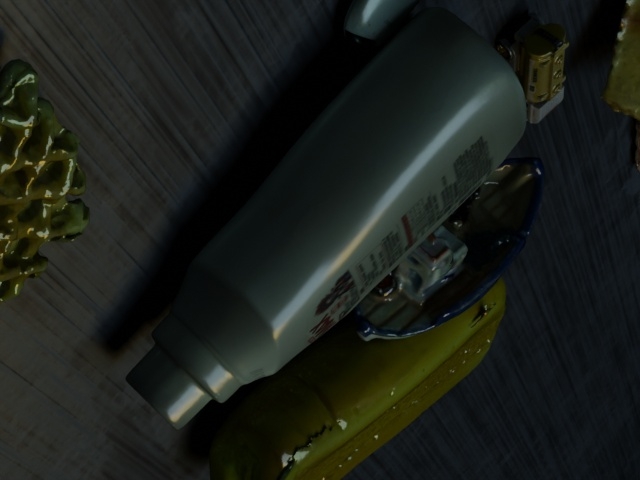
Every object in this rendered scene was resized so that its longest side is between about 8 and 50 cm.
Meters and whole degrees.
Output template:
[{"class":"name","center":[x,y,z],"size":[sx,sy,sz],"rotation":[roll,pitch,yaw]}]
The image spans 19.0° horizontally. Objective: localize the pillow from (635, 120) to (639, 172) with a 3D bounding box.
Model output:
[{"class":"pillow","center":[0.418,-0.169,2.212],"size":[0.135,0.049,0.248],"rotation":[-49,160,-14]}]

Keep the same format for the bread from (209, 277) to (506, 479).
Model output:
[{"class":"bread","center":[0.036,0.140,1.908],"size":[0.383,0.112,0.166],"rotation":[-35,156,-33]}]

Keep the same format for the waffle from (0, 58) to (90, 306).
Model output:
[{"class":"waffle","center":[-0.250,-0.008,1.256],"size":[0.223,0.054,0.204],"rotation":[-45,156,-16]}]

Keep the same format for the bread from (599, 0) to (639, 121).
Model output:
[{"class":"bread","center":[0.441,-0.263,2.056],"size":[0.362,0.244,0.233],"rotation":[-70,173,-69]}]

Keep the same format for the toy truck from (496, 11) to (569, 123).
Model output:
[{"class":"toy truck","center":[0.204,-0.162,1.820],"size":[0.052,0.063,0.123],"rotation":[-42,155,-19]}]

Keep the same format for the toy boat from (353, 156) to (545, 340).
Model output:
[{"class":"toy boat","center":[0.127,0.002,1.851],"size":[0.262,0.114,0.115],"rotation":[-40,167,-33]}]

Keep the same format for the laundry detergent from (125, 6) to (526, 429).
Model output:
[{"class":"laundry detergent","center":[0.000,0.000,1.620],"size":[0.398,0.124,0.264],"rotation":[-46,169,-6]}]

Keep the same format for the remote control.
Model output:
[{"class":"remote control","center":[0.109,-0.255,1.538],"size":[0.256,0.045,0.097],"rotation":[-50,157,7]}]
